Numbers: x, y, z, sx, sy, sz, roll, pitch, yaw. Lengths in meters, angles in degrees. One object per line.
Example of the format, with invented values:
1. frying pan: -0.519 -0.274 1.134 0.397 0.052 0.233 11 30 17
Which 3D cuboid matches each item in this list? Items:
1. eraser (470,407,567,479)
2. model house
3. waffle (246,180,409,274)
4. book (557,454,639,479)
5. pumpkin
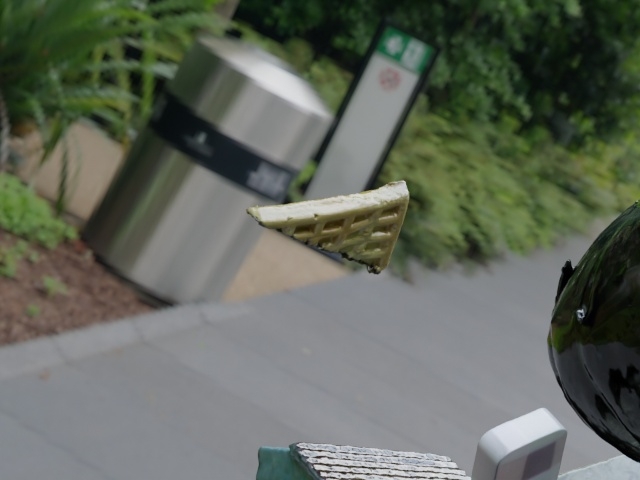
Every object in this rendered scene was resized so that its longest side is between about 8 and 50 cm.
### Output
1. eraser: 0.139 0.171 1.048 0.065 0.105 0.026 -20 46 -28
2. model house: 0.087 0.363 1.737 0.280 0.230 0.248 9 -7 -34
3. waffle: 0.000 0.000 1.191 0.152 0.097 0.023 -10 49 -31
4. book: 0.281 0.337 1.383 0.388 0.032 0.269 -16 55 -14
5. pumpkin: 0.329 0.077 1.115 0.295 0.296 0.296 25 10 -5
